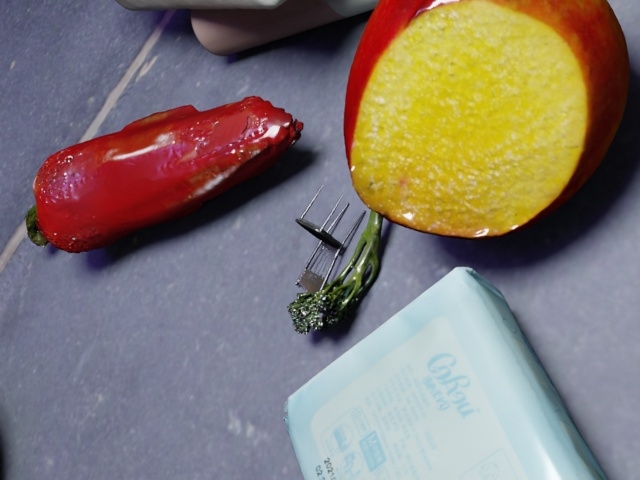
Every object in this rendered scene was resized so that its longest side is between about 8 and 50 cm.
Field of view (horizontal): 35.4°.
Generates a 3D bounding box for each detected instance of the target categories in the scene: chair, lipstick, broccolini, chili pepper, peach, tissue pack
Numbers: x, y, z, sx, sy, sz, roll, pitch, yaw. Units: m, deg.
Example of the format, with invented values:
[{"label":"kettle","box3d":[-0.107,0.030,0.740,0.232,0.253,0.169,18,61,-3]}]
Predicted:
[{"label":"chair","box3d":[-0.002,0.000,0.814,0.037,0.042,0.086,25,86,50]},{"label":"lipstick","box3d":[-0.008,-0.231,0.919,0.254,0.070,0.070,-8,64,39]},{"label":"broccolini","box3d":[0.030,-0.013,0.781,0.054,0.052,0.194,17,87,60]},{"label":"chili pepper","box3d":[-0.169,-0.058,0.948,0.387,0.110,0.110,-15,59,32]},{"label":"peach","box3d":[0.103,-0.096,0.667,0.190,0.190,0.192,7,55,44]},{"label":"tissue pack","box3d":[0.090,0.169,0.613,0.177,0.089,0.263,-40,45,18]}]

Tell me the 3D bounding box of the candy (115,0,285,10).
[{"label":"candy","box3d":[-0.094,-0.320,0.922,0.208,0.145,0.358,-46,30,-17]}]
